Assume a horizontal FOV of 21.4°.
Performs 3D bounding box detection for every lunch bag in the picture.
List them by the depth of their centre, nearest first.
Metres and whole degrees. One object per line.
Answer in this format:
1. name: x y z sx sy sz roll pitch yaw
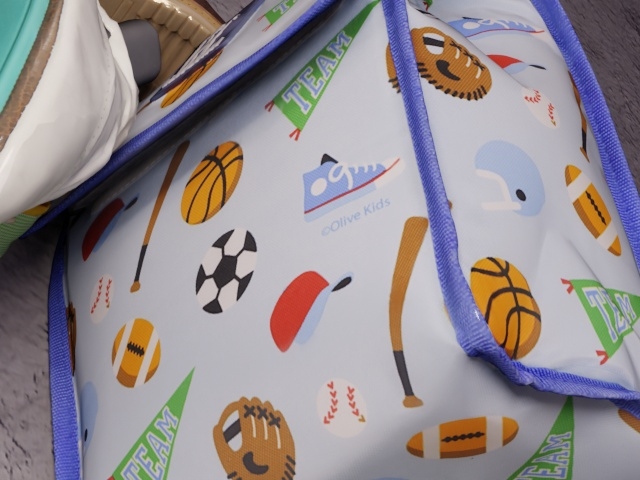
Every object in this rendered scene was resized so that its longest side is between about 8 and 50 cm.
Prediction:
1. lunch bag: 0.000 0.000 0.979 0.239 0.328 0.385 26 42 -38

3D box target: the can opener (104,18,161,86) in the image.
1. can opener: -0.191 -0.073 1.056 0.283 0.076 0.095 -32 119 -61

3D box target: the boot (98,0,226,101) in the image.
1. boot: -0.117 -0.209 1.256 0.248 0.090 0.207 40 35 -18

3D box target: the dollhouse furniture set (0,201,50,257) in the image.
1. dollhouse furniture set: -0.191 0.002 0.913 0.058 0.076 0.151 47 16 20

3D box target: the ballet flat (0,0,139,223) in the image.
1. ballet flat: -0.159 -0.109 0.913 0.139 0.139 0.400 34 22 -32
